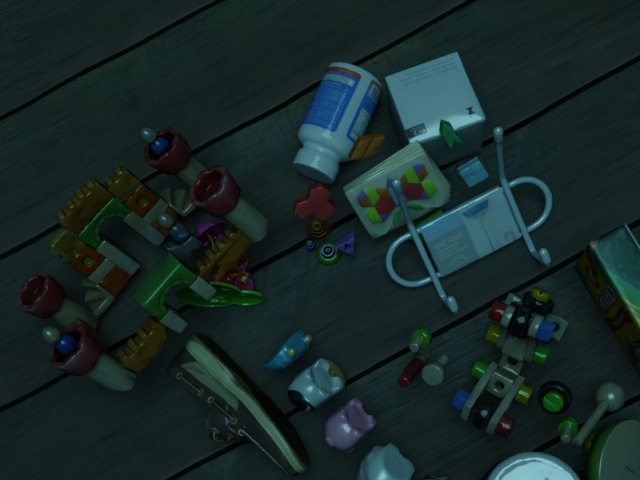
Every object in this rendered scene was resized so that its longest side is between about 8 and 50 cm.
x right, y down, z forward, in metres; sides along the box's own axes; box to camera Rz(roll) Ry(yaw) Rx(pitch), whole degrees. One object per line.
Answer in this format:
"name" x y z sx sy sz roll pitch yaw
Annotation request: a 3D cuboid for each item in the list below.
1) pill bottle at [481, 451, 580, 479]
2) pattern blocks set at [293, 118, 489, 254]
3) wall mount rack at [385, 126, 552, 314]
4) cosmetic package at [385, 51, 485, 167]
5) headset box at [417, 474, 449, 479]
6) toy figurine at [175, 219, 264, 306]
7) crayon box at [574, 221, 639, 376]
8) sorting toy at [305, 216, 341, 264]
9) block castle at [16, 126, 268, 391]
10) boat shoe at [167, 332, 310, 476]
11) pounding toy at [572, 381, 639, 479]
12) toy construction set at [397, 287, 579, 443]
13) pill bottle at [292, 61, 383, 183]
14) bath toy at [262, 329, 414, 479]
"pill bottle" 0.350 0.446 1.670 0.169 0.301 0.169 -2 76 6
"pattern blocks set" 0.142 -0.090 1.860 0.325 0.285 0.026 -40 36 17
"wall mount rack" 0.274 -0.043 1.839 0.350 0.130 0.304 -27 110 -1
"cosmetic package" 0.221 -0.242 1.921 0.151 0.184 0.151 -20 74 0
"headset box" 0.209 0.471 1.810 0.062 0.032 0.083 -8 58 3
"toy figurine" -0.194 0.037 1.945 0.173 0.130 0.159 6 66 -14
"crayon box" 0.581 0.143 1.775 0.081 0.202 0.319 -28 74 -1
"sorting toy" 0.000 0.000 1.957 0.061 0.042 0.102 -25 75 0
"block castle" -0.347 0.020 1.826 0.453 0.213 0.303 -49 41 -1
"boat shoe" -0.162 0.328 1.858 0.123 0.123 0.342 -46 72 2
"pounding toy" 0.496 0.385 1.764 0.183 0.110 0.237 -40 112 -34
"toy construction set" 0.320 0.204 1.821 0.308 0.237 0.258 -1 105 23
"pill bottle" 0.028 -0.231 1.971 0.124 0.124 0.222 23 79 11
"bath toy" 0.032 0.335 1.828 0.348 0.151 0.129 52 124 12
